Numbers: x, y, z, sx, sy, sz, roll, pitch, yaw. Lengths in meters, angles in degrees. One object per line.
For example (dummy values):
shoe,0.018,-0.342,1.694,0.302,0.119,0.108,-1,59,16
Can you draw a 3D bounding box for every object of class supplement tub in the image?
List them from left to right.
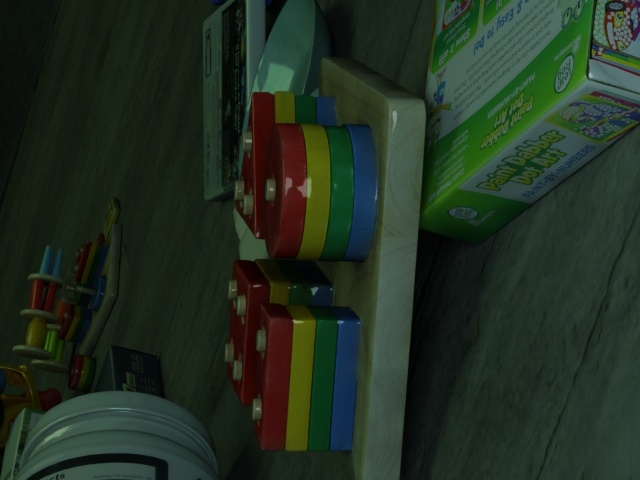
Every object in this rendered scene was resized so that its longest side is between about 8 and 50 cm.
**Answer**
supplement tub,-0.169,0.278,1.568,0.272,0.191,0.191,-93,23,-47

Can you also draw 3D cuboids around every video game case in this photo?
video game case,-0.085,-0.142,1.897,0.173,0.022,0.190,160,110,-71

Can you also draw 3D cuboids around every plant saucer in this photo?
plant saucer,-0.024,-0.128,1.717,0.195,0.037,0.195,-166,90,-75

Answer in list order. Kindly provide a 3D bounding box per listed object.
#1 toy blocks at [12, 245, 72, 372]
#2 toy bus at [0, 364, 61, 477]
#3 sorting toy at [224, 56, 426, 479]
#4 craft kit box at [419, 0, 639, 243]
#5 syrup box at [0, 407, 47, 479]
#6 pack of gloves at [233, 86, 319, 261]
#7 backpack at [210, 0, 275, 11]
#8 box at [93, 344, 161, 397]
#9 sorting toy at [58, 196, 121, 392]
toy blocks,-0.359,0.092,2.572,0.123,0.054,0.148,56,-138,-68
toy bus,-0.414,0.226,2.431,0.211,0.149,0.220,-38,-58,-48
sorting toy,-0.007,0.012,1.313,0.257,0.089,0.255,-130,43,-75
craft kit box,0.135,-0.152,1.165,0.250,0.061,0.246,138,146,-63
syrup box,-0.336,0.328,2.275,0.096,0.093,0.236,134,147,-60
pack of gloves,0.000,0.000,1.545,0.232,0.046,0.195,126,139,-52
backpack,-0.082,-0.292,1.948,0.098,0.101,0.120,-177,95,-80
box,-0.216,0.245,2.001,0.232,0.059,0.183,-107,36,-60
sorting toy,-0.299,0.056,2.478,0.274,0.046,0.132,-92,23,-46
